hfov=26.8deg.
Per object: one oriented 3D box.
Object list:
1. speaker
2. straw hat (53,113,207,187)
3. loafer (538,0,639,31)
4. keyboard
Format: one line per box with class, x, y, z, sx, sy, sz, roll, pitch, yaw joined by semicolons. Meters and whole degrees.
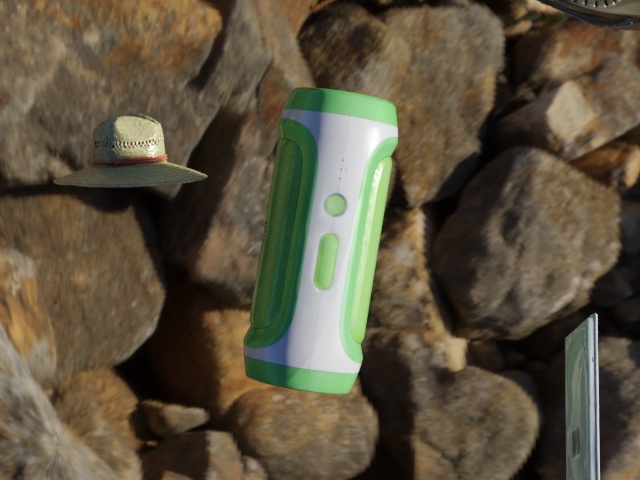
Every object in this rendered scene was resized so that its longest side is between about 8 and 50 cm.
speaker;0.000;0.000;1.363;0.131;0.131;0.296;9;90;-10
straw hat;-0.178;-0.086;1.241;0.145;0.144;0.061;-3;98;-11
loafer;0.200;-0.170;0.927;0.148;0.050;0.056;15;74;-6
keyboard;0.265;0.202;1.362;0.014;0.072;0.256;9;61;-6
